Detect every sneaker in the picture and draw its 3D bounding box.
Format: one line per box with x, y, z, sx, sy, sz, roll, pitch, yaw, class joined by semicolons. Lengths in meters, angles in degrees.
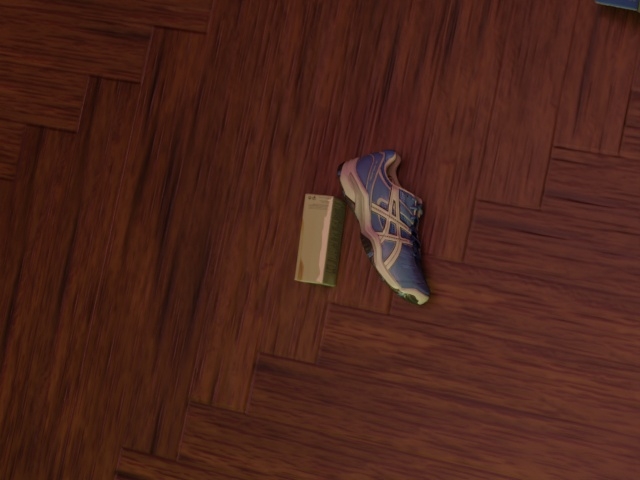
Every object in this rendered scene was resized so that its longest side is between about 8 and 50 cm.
0.094;-0.019;1.624;0.081;0.080;0.211;-27;78;16;sneaker

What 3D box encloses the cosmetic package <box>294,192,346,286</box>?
0.000;0.000;1.662;0.041;0.060;0.115;6;84;19;cosmetic package

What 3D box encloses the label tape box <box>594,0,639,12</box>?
0.482;-0.361;1.447;0.333;0.106;0.241;25;81;41;label tape box
